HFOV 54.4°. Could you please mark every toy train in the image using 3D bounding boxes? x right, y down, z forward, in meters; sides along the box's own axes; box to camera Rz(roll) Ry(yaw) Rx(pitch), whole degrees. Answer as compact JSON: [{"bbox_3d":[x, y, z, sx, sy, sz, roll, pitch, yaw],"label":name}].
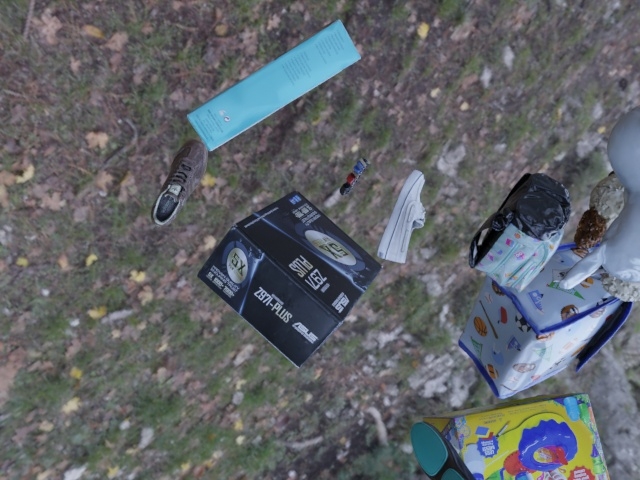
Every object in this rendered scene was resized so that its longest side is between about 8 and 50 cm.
[{"bbox_3d":[0.084,-0.163,1.607,0.036,0.027,0.158,-26,164,-31],"label":"toy train"}]

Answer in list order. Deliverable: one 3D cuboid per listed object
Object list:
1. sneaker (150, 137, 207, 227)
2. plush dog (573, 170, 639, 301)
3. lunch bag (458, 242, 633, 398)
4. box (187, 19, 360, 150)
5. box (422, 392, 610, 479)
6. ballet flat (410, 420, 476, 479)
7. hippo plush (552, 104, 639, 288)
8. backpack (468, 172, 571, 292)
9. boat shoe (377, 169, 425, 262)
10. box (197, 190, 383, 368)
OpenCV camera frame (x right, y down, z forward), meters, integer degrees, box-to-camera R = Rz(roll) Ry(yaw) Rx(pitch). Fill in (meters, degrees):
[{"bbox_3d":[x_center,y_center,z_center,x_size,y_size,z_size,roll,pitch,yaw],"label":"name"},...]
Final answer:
[{"bbox_3d":[-0.271,-0.107,1.209,0.188,0.066,0.071,-63,-164,10],"label":"sneaker"},{"bbox_3d":[0.653,-0.039,1.279,0.262,0.225,0.211,-49,174,-20],"label":"plush dog"},{"bbox_3d":[0.580,0.181,1.520,0.385,0.239,0.328,-18,145,-20],"label":"lunch bag"},{"bbox_3d":[-0.066,-0.221,0.880,0.244,0.060,0.100,-30,-163,7],"label":"box"},{"bbox_3d":[0.391,0.467,1.232,0.289,0.279,0.177,-7,167,-14],"label":"box"},{"bbox_3d":[0.225,0.400,1.077,0.074,0.203,0.074,-12,122,-19],"label":"ballet flat"},{"bbox_3d":[0.469,-0.066,0.859,0.234,0.294,0.237,-8,95,-74],"label":"hippo plush"},{"bbox_3d":[0.320,-0.002,1.006,0.152,0.115,0.182,-39,160,-39],"label":"backpack"},{"bbox_3d":[0.231,-0.059,1.622,0.095,0.084,0.258,61,50,-71],"label":"boat shoe"},{"bbox_3d":[-0.026,0.034,0.703,0.077,0.147,0.180,-50,175,25],"label":"box"}]
